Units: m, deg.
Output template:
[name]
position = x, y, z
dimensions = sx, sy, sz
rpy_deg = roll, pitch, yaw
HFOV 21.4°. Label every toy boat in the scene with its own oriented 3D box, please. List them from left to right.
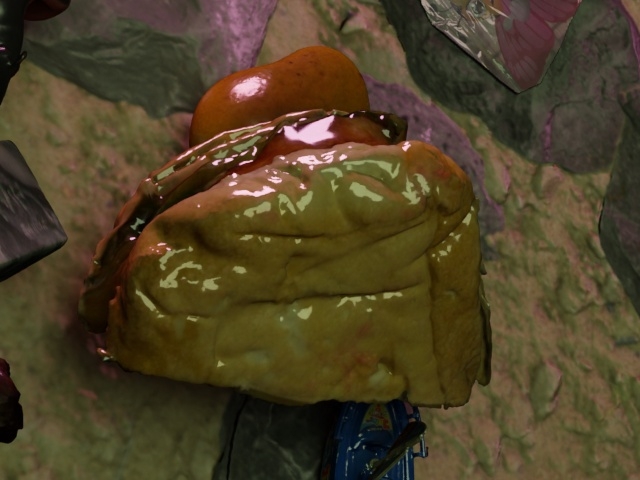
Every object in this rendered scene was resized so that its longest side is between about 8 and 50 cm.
[toy boat]
position = 0.053, 0.163, 1.294
dimensions = 0.091, 0.110, 0.175
rpy_deg = 15, 65, -26

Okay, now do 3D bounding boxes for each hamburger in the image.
[hamburger]
position = 0.002, -0.001, 1.232
dimensions = 0.329, 0.162, 0.209
rpy_deg = 9, 111, -27

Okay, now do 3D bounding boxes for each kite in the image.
[kite]
position = 0.210, -0.299, 1.597
dimensions = 0.204, 0.022, 0.360
rpy_deg = 48, 58, -9

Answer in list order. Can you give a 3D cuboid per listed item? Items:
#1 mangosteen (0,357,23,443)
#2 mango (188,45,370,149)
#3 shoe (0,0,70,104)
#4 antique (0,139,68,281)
[mangosteen]
position = -0.347, 0.152, 0.945
dimensions = 0.297, 0.293, 0.297
rpy_deg = 10, 78, -60
[mango]
position = -0.025, -0.089, 1.349
dimensions = 0.178, 0.090, 0.115
rpy_deg = -26, 80, -42
[shoe]
position = -0.284, -0.136, 1.202
dimensions = 0.137, 0.114, 0.291
rpy_deg = 53, 57, -18
[antique]
position = -0.248, -0.007, 1.126
dimensions = 0.086, 0.183, 0.088
rpy_deg = -29, 92, 11
